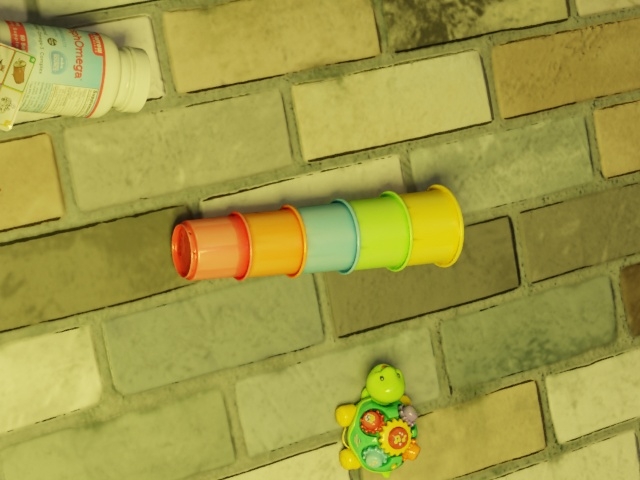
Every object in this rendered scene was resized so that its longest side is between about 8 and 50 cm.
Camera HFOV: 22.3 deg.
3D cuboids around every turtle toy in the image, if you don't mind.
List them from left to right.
[{"bbox_3d":[0.071,0.201,1.806,0.095,0.066,0.130,-8,95,-28],"label":"turtle toy"}]

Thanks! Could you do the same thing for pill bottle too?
[{"bbox_3d":[-0.254,-0.167,1.610,0.160,0.087,0.087,3,90,-28],"label":"pill bottle"}]

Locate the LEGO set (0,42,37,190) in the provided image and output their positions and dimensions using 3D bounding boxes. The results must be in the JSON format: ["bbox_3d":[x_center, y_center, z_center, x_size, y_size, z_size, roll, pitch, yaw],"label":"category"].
[{"bbox_3d":[-0.385,-0.085,1.547,0.182,0.060,0.244,19,87,8],"label":"LEGO set"}]

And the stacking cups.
[{"bbox_3d":[0.000,0.000,1.745,0.316,0.096,0.096,-7,95,-28],"label":"stacking cups"}]
